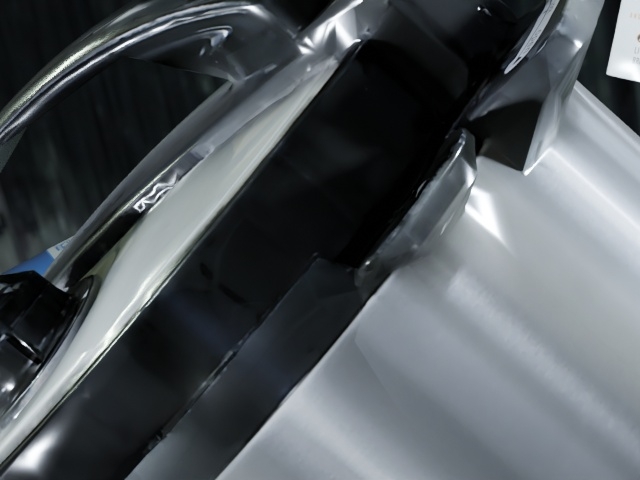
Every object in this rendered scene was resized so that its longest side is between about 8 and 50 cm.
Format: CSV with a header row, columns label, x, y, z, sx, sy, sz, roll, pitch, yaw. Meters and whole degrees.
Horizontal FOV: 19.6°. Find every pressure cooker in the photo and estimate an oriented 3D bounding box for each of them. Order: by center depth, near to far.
label,x,y,z,sx,sy,sz,roll,pitch,yaw
pressure cooker,0.021,0.083,0.811,0.370,0.420,0.375,-52,8,-11

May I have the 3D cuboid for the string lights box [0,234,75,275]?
label,x,y,z,sx,sy,sz,roll,pitch,yaw
string lights box,-0.262,0.115,1.421,0.259,0.133,0.077,-29,21,-11

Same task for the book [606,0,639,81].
label,x,y,z,sx,sy,sz,roll,pitch,yaw
book,0.114,-0.116,0.501,0.035,0.144,0.096,16,15,25
